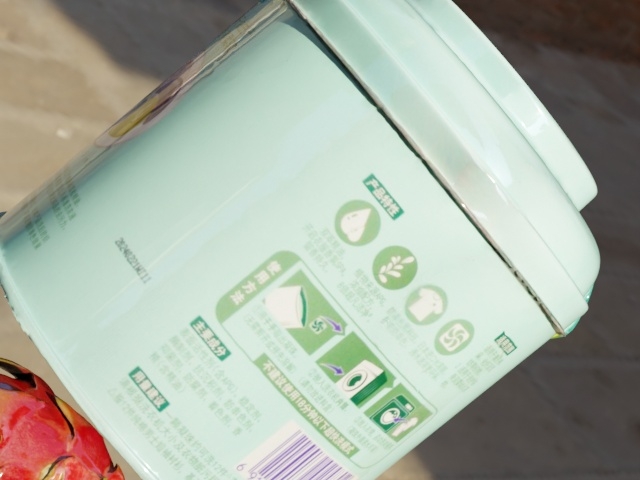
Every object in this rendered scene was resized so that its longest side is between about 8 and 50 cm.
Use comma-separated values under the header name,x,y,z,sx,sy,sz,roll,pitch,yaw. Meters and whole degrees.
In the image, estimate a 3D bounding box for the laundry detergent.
name,x,y,z,sx,sy,sz,roll,pitch,yaw
laundry detergent,0.000,0.000,0.948,0.287,0.305,0.287,51,3,-4

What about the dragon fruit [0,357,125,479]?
name,x,y,z,sx,sy,sz,roll,pitch,yaw
dragon fruit,-0.165,0.086,0.695,0.190,0.094,0.094,43,26,24
